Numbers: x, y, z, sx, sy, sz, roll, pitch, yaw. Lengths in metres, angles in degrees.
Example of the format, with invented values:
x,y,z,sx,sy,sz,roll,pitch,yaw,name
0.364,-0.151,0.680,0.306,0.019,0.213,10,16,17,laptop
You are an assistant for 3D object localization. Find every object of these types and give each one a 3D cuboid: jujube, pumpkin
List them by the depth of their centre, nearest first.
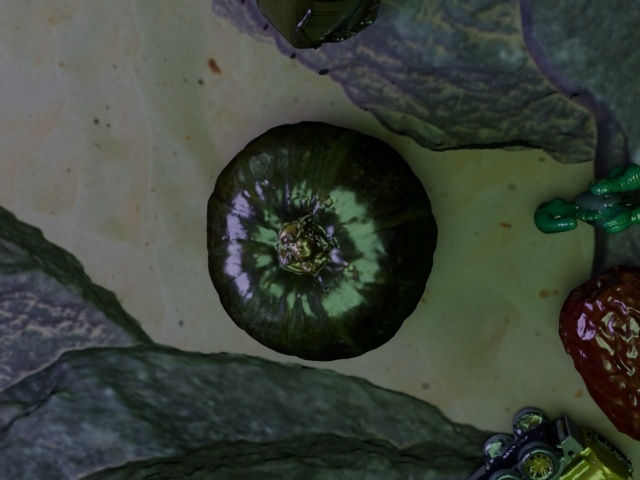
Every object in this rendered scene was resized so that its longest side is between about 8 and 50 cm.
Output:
x,y,z,sx,sy,sz,roll,pitch,yaw,name
0.000,0.000,1.527,0.223,0.157,0.224,0,91,16,pumpkin
0.296,0.108,1.546,0.112,0.109,0.176,-10,118,48,jujube

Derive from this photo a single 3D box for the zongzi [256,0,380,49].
x,y,z,sx,sy,sz,roll,pitch,yaw,name
0.076,-0.318,1.470,0.289,0.123,0.260,-24,139,-26,zongzi

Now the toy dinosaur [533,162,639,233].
x,y,z,sx,sy,sz,roll,pitch,yaw,name
0.249,-0.026,1.508,0.096,0.132,0.059,-23,102,-10,toy dinosaur

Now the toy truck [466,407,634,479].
x,y,z,sx,sy,sz,roll,pitch,yaw,name
0.188,0.262,1.605,0.114,0.098,0.227,43,106,-12,toy truck
